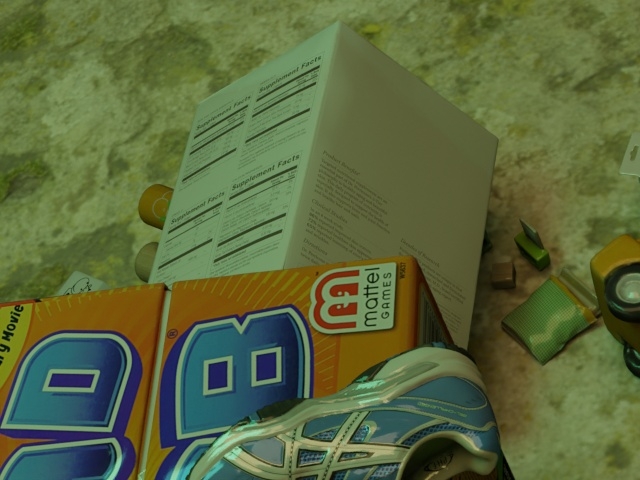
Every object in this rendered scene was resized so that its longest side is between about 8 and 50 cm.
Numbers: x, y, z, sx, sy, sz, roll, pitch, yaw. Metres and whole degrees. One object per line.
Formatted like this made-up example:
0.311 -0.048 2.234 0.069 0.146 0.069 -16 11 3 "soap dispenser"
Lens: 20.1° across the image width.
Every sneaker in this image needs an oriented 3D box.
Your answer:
0.009 0.137 1.071 0.211 0.080 0.081 -28 48 -1 "sneaker"

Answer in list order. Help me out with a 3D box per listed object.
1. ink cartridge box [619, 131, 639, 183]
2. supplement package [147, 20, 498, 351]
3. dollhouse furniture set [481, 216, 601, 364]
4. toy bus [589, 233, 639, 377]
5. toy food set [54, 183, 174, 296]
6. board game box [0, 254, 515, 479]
0.302 -0.063 1.535 0.083 0.028 0.048 9 60 27 "ink cartridge box"
0.000 0.000 1.524 0.198 0.199 0.262 -25 42 43 "supplement package"
0.170 0.029 1.567 0.076 0.058 0.151 -38 50 -8 "dollhouse furniture set"
0.355 0.108 1.402 0.130 0.108 0.332 -36 50 -8 "toy bus"
-0.160 0.071 1.630 0.104 0.111 0.232 19 61 32 "toy food set"
-0.065 0.271 1.283 0.356 0.356 0.356 -7 53 16 "board game box"
